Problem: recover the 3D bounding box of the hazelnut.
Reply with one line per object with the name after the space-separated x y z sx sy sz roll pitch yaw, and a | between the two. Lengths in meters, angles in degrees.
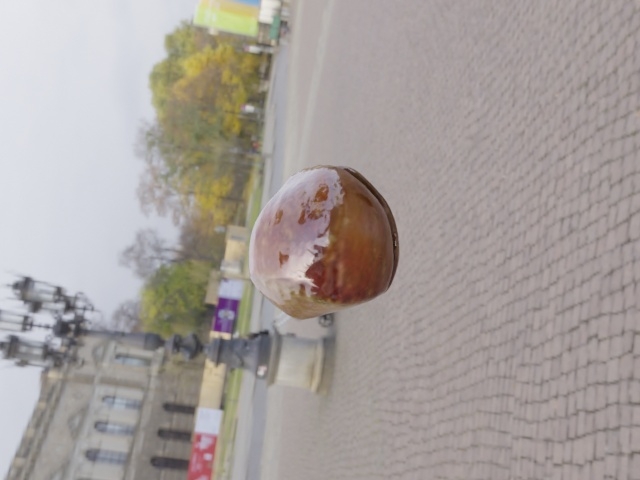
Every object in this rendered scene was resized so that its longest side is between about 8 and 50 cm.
0.000 0.000 0.733 0.154 0.143 0.143 151 128 -79 | hazelnut
